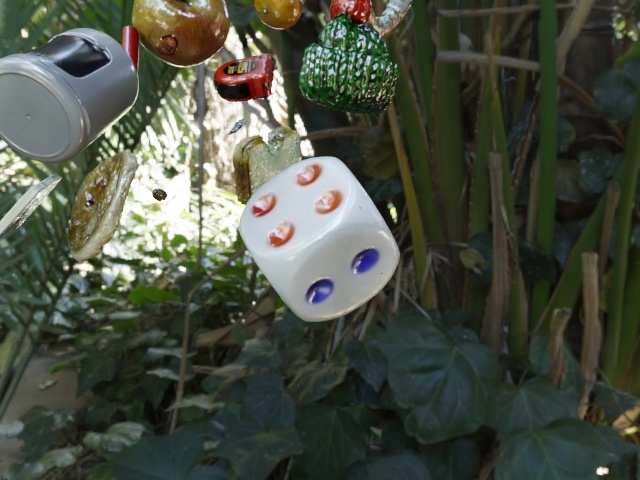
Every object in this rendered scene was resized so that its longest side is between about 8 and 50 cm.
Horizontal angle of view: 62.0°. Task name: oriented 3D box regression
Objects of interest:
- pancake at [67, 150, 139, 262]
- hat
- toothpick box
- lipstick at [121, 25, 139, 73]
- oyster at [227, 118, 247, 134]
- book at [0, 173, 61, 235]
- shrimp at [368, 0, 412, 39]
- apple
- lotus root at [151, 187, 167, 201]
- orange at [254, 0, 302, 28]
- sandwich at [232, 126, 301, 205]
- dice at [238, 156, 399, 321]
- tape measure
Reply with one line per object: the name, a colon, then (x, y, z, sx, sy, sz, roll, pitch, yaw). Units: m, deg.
pancake: (-0.648, -0.101, 1.561, 0.065, 0.356, 0.356, 26, -10, -39)
hat: (0.092, -0.527, 1.465, 0.274, 0.332, 0.242, -1, 13, -45)
toothpick box: (-0.514, -0.309, 1.118, 0.229, 0.229, 0.316, 1, 34, 12)
lipstick: (-0.752, -0.711, 2.094, 0.073, 0.280, 0.073, -4, -20, -2)
oyster: (-0.271, -0.365, 1.709, 0.083, 0.019, 0.054, -50, 33, -16)
book: (-0.821, -0.091, 1.479, 0.027, 0.202, 0.264, 41, 1, -20)
shrimp: (0.210, -0.775, 1.820, 0.287, 0.185, 0.068, -27, 52, -37)
apple: (-0.595, -0.934, 2.257, 0.400, 0.400, 0.333, -6, -11, -25)
lotus root: (-0.672, -0.193, 2.218, 0.054, 0.049, 0.099, -8, -11, 5)
orange: (-0.128, -0.709, 1.588, 0.124, 0.156, 0.156, -39, 27, -26)
sandwich: (-0.189, -0.278, 1.947, 0.273, 0.249, 0.095, -26, 41, -36)
dice: (0.000, 0.000, 1.334, 0.304, 0.304, 0.277, -33, 49, 1)
tape measure: (-0.311, -0.670, 2.209, 0.260, 0.114, 0.253, -7, 40, 4)
